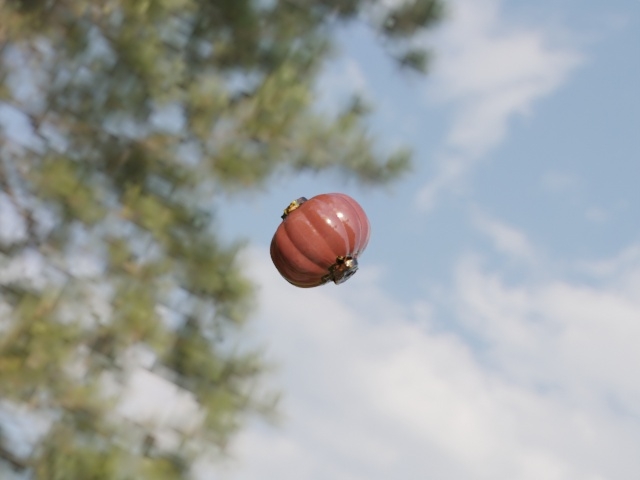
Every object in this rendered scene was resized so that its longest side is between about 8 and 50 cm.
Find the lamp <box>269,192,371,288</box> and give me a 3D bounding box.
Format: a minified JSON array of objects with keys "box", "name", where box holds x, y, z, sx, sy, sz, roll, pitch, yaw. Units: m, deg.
[{"box":[0.000,0.000,1.917,0.092,0.107,0.107,51,-23,15],"name":"lamp"}]
